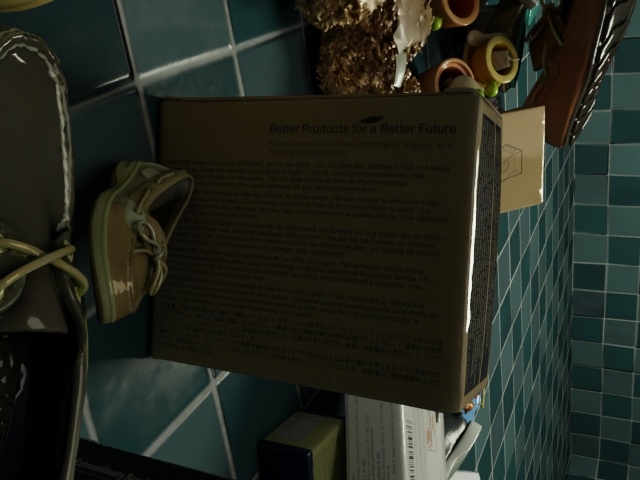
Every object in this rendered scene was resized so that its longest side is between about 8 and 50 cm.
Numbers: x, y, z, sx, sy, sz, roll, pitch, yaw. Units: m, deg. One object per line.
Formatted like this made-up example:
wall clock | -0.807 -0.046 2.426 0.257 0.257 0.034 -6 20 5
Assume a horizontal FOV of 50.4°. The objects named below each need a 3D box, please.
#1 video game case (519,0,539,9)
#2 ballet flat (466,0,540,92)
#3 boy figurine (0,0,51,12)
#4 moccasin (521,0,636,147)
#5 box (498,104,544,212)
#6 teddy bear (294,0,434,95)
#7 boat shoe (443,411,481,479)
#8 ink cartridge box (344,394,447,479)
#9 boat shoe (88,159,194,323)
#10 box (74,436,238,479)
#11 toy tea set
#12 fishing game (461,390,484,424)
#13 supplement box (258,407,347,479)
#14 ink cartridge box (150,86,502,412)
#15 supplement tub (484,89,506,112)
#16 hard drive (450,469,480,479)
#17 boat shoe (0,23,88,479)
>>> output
video game case | 0.294 -0.489 1.102 0.190 0.022 0.173 32 59 -19
ballet flat | 0.314 -0.385 1.175 0.349 0.123 0.123 -65 147 -31
boy figurine | -0.119 -0.219 0.371 0.177 0.092 0.285 56 46 -51
moccasin | 0.382 -0.305 1.057 0.139 0.147 0.380 -52 159 -16
box | 0.260 -0.115 1.062 0.201 0.021 0.165 -13 113 -17
teddy bear | 0.044 -0.235 0.699 0.245 0.113 0.338 -51 145 -38
boat shoe | 0.132 0.328 0.949 0.302 0.091 0.114 -26 143 -59
ink cartridge box | 0.091 0.164 0.797 0.261 0.066 0.296 45 41 -64
boat shoe | -0.103 -0.006 0.403 0.153 0.048 0.056 -104 -165 -64
box | -0.119 0.230 0.365 0.207 0.153 0.108 -55 140 -44
toy tea set | 0.241 -0.325 0.957 0.200 0.124 0.336 9 86 -32
fishing game | 0.295 0.277 1.314 0.264 0.041 0.189 25 69 -61
supplement box | -0.015 0.225 0.675 0.083 0.056 0.083 -24 115 -60
ink cartridge box | 0.000 0.000 0.477 0.088 0.234 0.193 1 93 -63
supplement tub | 0.269 -0.147 1.127 0.106 0.106 0.198 -47 132 -51
hard drive | 0.213 0.508 1.182 0.318 0.040 0.210 37 61 -59
boat shoe | -0.158 0.041 0.327 0.109 0.091 0.305 15 81 -63
